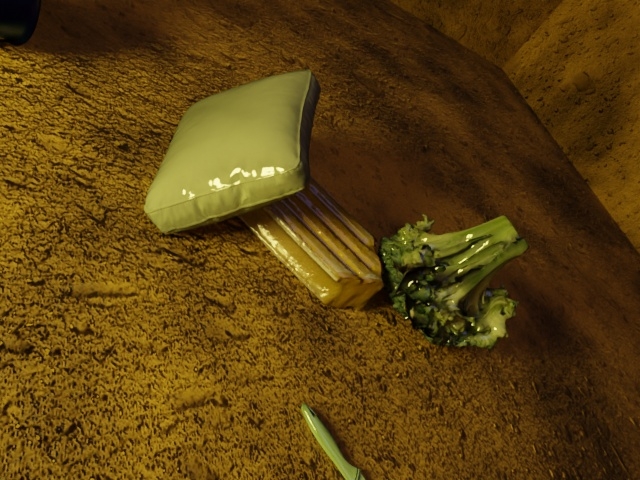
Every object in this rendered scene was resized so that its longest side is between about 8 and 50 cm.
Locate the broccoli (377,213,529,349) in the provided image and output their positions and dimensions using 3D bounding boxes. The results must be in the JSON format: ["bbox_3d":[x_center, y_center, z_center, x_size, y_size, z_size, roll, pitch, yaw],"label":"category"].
[{"bbox_3d":[0.236,0.060,0.993,0.262,0.243,0.247,58,18,14],"label":"broccoli"}]

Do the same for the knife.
[{"bbox_3d":[0.037,0.293,0.742,0.030,0.014,0.207,-14,62,-51],"label":"knife"}]

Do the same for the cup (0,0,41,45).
[{"bbox_3d":[-0.572,-0.367,0.819,0.256,0.255,0.178,-13,97,-48],"label":"cup"}]

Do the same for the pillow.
[{"bbox_3d":[-0.126,-0.149,0.913,0.322,0.256,0.119,-87,155,-51],"label":"pillow"}]

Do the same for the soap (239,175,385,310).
[{"bbox_3d":[0.000,0.000,0.981,0.257,0.080,0.160,46,36,8],"label":"soap"}]
